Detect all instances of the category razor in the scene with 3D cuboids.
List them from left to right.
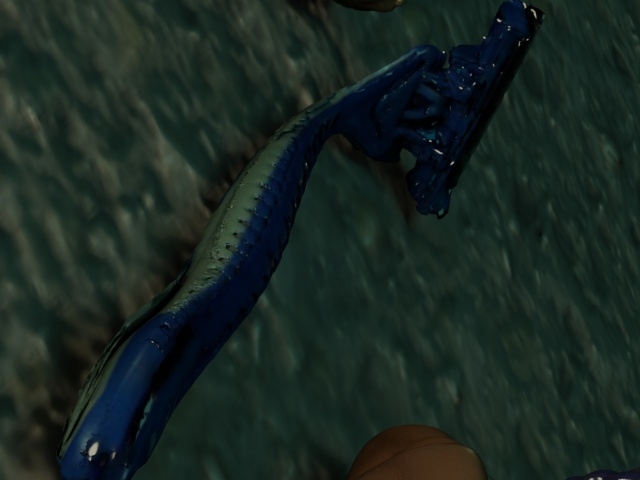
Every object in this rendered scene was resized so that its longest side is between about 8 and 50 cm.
[{"bbox_3d":[-0.010,-0.007,0.585,0.056,0.093,0.324,31,31,9],"label":"razor"}]

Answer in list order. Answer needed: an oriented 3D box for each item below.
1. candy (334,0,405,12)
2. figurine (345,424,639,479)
[{"bbox_3d":[0.021,-0.145,0.677,0.095,0.110,0.085,27,49,-34],"label":"candy"},{"bbox_3d":[0.065,0.122,0.595,0.157,0.114,0.126,10,26,-30],"label":"figurine"}]
